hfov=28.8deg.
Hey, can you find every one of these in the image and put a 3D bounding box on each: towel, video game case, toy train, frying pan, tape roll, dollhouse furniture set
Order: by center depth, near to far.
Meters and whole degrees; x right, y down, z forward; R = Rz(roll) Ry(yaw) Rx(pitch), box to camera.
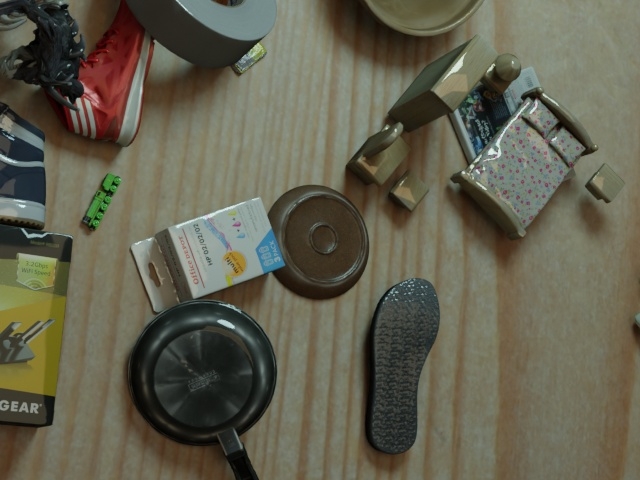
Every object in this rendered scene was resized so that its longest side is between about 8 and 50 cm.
[{"bbox_3d":[-0.155,0.241,1.645,0.197,0.053,0.326,0,94,-6],"label":"frying pan"},{"bbox_3d":[-0.292,-0.053,1.666,0.024,0.017,0.083,27,70,-8],"label":"toy train"},{"bbox_3d":[-0.166,-0.344,1.697,0.219,0.072,0.219,28,43,-31],"label":"tape roll"},{"bbox_3d":[-0.119,-0.287,1.793,0.060,0.009,0.083,-38,97,-25],"label":"towel"},{"bbox_3d":[0.275,-0.108,1.828,0.355,0.174,0.303,43,73,-9],"label":"dollhouse furniture set"},{"bbox_3d":[0.298,-0.160,1.956,0.173,0.022,0.190,-22,91,-27],"label":"video game case"}]

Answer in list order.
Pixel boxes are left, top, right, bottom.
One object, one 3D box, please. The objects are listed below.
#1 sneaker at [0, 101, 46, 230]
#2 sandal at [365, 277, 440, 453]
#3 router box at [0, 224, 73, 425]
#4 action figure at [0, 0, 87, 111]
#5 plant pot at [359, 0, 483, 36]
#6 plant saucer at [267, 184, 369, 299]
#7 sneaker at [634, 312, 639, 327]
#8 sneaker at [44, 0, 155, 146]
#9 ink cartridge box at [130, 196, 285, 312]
[{"bbox_3d":[-0.474,-0.105,1.545,0.282,0.099,0.153,10,79,-28],"label":"sneaker"},{"bbox_3d":[0.106,0.176,1.794,0.097,0.054,0.254,13,85,-15],"label":"sandal"},{"bbox_3d":[-0.471,0.094,1.520,0.309,0.081,0.243,8,77,-23],"label":"router box"},{"bbox_3d":[-0.370,-0.269,1.570,0.141,0.164,0.275,-16,56,2],"label":"action figure"},{"bbox_3d":[0.136,-0.426,1.863,0.237,0.110,0.237,-5,102,-22],"label":"plant pot"},{"bbox_3d":[0.000,0.000,1.785,0.168,0.029,0.168,4,80,-24],"label":"plant saucer"},{"bbox_3d":[0.588,0.033,2.013,0.118,0.110,0.292,21,72,-11],"label":"sneaker"},{"bbox_3d":[-0.296,-0.243,1.662,0.128,0.087,0.221,9,75,-24],"label":"sneaker"},{"bbox_3d":[-0.152,0.020,1.691,0.181,0.061,0.104,-20,89,-26],"label":"ink cartridge box"}]
